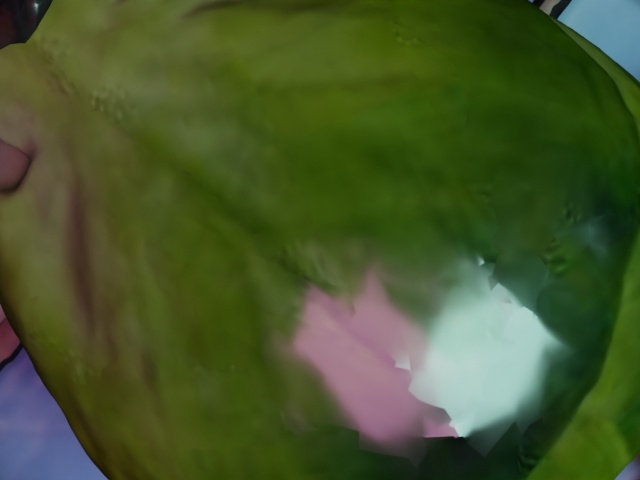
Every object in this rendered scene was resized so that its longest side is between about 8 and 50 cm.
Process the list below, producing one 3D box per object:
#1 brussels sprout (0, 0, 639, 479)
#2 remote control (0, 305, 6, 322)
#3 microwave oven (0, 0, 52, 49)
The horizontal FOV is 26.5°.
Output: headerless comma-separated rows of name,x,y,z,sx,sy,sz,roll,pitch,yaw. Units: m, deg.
brussels sprout,0.000,0.000,0.480,0.271,0.210,0.219,33,93,-8
remote control,-0.170,0.039,0.533,0.074,0.032,0.122,29,98,-21
microwave oven,-0.096,-0.202,0.323,0.247,0.188,0.178,45,68,-16
